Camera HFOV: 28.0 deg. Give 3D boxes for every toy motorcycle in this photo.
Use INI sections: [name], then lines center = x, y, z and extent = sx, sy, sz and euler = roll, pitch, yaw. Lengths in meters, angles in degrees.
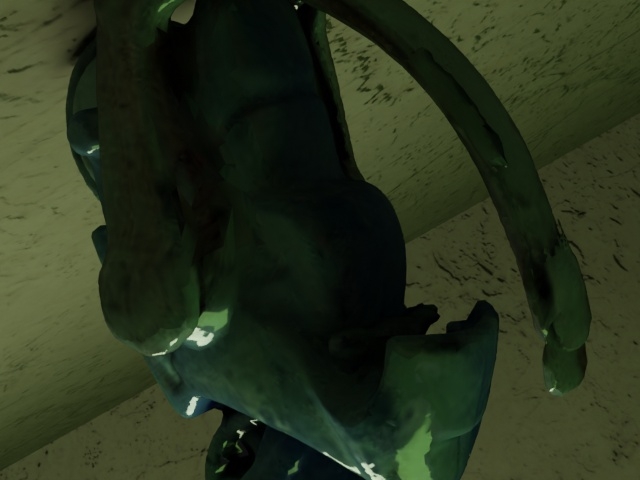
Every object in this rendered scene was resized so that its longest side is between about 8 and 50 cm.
[toy motorcycle]
center = -0.016, 0.006, 0.627
extent = 0.182, 0.319, 0.241
euler = -22, 177, -29
